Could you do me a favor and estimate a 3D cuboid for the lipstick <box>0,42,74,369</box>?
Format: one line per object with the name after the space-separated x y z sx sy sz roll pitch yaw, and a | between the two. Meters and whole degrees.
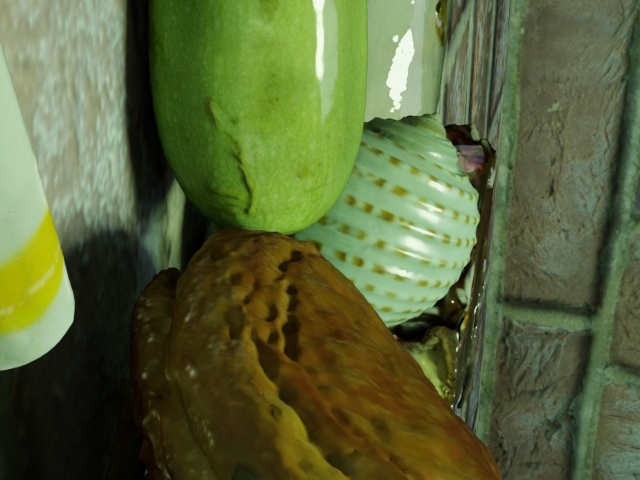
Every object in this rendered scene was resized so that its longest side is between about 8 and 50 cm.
-0.132 -0.058 0.460 0.264 0.059 0.059 84 19 -48 | lipstick

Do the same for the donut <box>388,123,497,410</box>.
0.101 0.033 1.446 0.259 0.136 0.345 -60 157 -65 | donut

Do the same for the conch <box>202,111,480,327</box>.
-0.002 -0.008 0.874 0.200 0.172 0.131 -41 140 -12 | conch

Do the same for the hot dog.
-0.005 0.148 0.660 0.387 0.174 0.267 -128 -143 -53 | hot dog

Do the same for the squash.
-0.034 -0.176 0.720 0.118 0.118 0.370 -56 149 -64 | squash

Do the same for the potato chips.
-0.119 0.174 0.760 0.037 0.026 0.204 61 38 -61 | potato chips

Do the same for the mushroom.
0.031 -0.140 1.027 0.177 0.126 0.397 -21 115 -86 | mushroom
